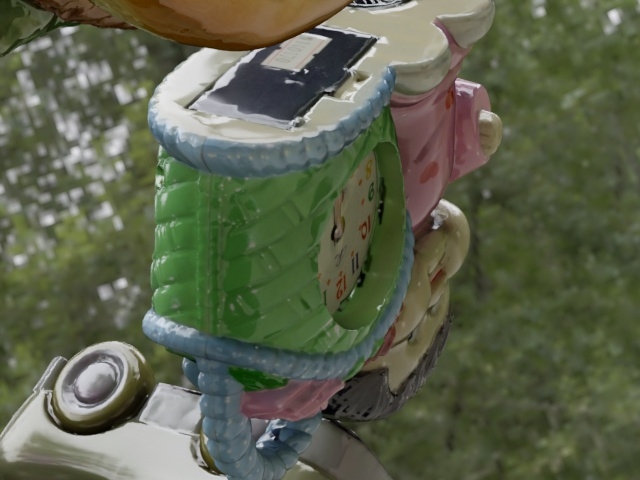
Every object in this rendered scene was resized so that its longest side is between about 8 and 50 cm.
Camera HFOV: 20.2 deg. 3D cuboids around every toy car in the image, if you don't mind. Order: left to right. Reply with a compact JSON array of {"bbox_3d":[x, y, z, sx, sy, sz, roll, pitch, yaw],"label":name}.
[{"bbox_3d":[-0.103,0.243,1.430,0.336,0.226,0.242,13,-30,35],"label":"toy car"}]

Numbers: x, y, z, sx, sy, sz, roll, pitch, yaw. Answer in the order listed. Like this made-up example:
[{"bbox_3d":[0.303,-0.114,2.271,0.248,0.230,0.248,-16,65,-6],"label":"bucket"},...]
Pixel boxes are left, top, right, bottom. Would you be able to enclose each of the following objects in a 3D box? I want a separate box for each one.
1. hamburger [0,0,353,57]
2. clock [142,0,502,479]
[{"bbox_3d":[-0.060,-0.171,0.479,0.170,0.246,0.246,18,4,29],"label":"hamburger"},{"bbox_3d":[0.000,0.000,0.737,0.194,0.100,0.196,-48,-34,-46],"label":"clock"}]
